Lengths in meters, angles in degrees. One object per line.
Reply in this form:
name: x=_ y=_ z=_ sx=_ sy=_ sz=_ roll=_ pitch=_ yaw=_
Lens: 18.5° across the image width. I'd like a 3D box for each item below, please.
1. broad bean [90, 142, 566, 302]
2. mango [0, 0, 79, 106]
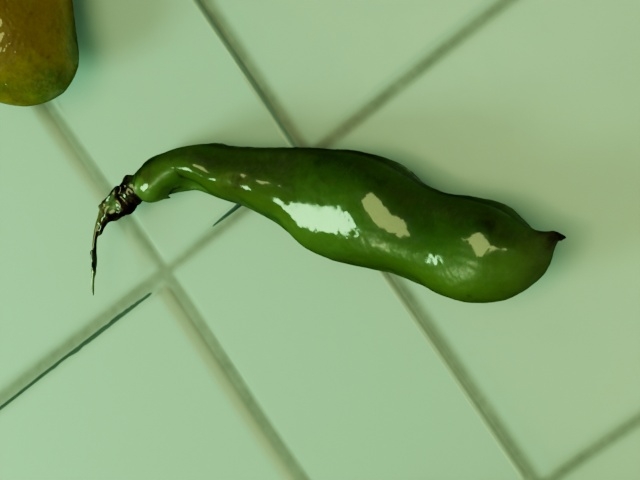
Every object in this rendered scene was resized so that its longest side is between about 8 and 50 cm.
broad bean: x=-0.001 y=-0.011 z=1.213 sx=0.318 sy=0.056 sz=0.098 roll=2 pitch=101 yaw=26
mango: x=-0.217 y=-0.165 z=1.267 sx=0.115 sy=0.089 sz=0.165 roll=-9 pitch=94 yaw=12
